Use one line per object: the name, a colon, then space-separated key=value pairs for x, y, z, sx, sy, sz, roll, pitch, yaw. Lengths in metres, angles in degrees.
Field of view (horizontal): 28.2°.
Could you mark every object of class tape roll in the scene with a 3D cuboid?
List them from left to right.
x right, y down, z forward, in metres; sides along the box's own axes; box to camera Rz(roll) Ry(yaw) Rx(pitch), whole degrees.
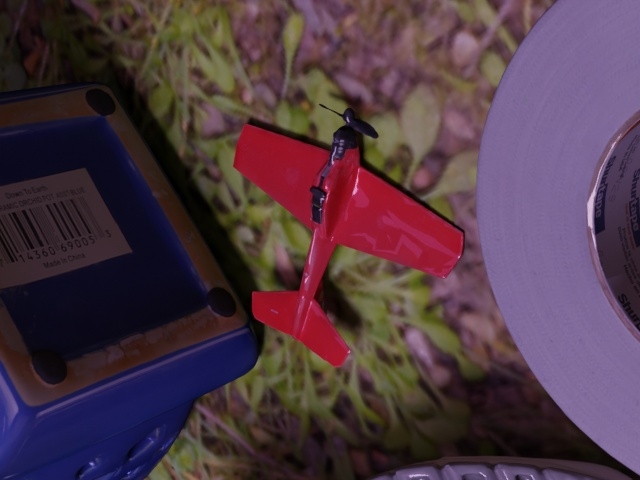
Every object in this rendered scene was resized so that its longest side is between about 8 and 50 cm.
tape roll: x=0.168 y=-0.009 z=0.476 sx=0.219 sy=0.072 sz=0.219 roll=17 pitch=117 yaw=36

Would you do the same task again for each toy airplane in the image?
toy airplane: x=0.000 y=0.000 z=0.663 sx=0.151 sy=0.028 sz=0.151 roll=16 pitch=117 yaw=36

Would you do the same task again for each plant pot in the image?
plant pot: x=-0.192 y=0.044 z=0.719 sx=0.212 sy=0.236 sz=0.236 roll=-39 pitch=77 yaw=38

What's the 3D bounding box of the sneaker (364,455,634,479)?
sneaker: x=0.030 y=0.161 z=0.647 sx=0.297 sy=0.129 sz=0.111 roll=-18 pitch=92 yaw=26
